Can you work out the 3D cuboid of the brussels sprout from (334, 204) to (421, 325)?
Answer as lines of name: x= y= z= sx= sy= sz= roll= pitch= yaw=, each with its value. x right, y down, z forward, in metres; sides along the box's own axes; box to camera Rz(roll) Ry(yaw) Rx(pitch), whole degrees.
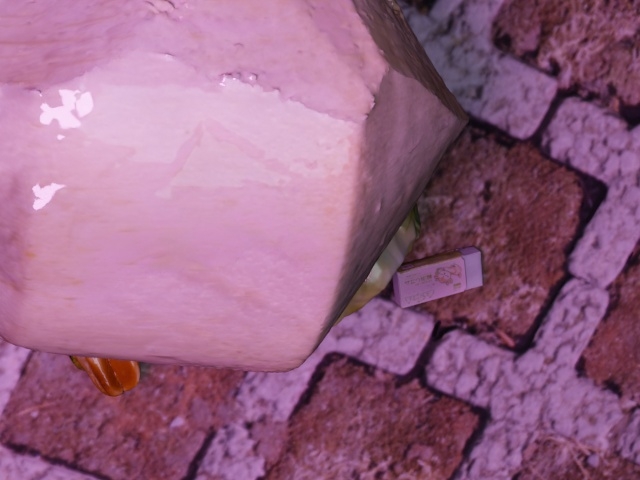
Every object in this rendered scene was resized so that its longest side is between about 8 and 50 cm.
brussels sprout: x=-0.001 y=-0.005 z=1.230 sx=0.122 sy=0.149 sz=0.151 roll=43 pitch=74 yaw=-12

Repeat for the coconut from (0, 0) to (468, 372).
coconut: x=-0.094 y=-0.101 z=1.033 sx=0.415 sy=0.344 sz=0.415 roll=6 pitch=65 yaw=-14

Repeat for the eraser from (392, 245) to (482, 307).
eraser: x=0.107 y=0.033 z=1.352 sx=0.083 sy=0.019 sz=0.038 roll=-15 pitch=113 yaw=-16

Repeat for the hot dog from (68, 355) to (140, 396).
hot dog: x=-0.192 y=0.075 z=1.245 sx=0.056 sy=0.041 sz=0.133 roll=-24 pitch=108 yaw=-12
